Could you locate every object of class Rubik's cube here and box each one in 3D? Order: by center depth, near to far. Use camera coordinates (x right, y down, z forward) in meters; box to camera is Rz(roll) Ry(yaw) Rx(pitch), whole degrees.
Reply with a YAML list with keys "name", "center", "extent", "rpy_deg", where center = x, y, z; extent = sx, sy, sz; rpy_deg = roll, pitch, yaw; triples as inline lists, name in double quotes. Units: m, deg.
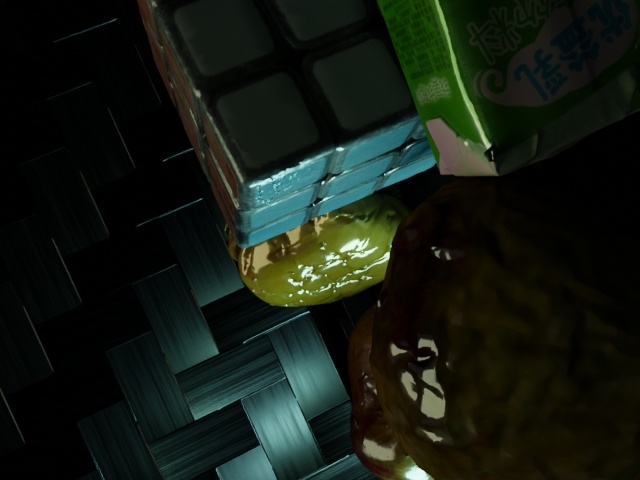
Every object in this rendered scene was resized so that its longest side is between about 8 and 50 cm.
- name: "Rubik's cube"
  center: [-0.017, -0.204, 0.805]
  extent: [0.305, 0.301, 0.303]
  rpy_deg: [120, 125, -78]

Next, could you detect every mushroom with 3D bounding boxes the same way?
- name: "mushroom"
  center: [0.183, 0.287, 1.291]
  extent: [0.345, 0.260, 0.345]
  rpy_deg: [-6, -90, -80]

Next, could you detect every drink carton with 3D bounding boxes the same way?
- name: "drink carton"
  center: [0.123, -0.194, 0.500]
  extent: [0.271, 0.161, 0.108]
  rpy_deg: [67, 169, -10]

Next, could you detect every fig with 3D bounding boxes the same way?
- name: "fig"
  center: [0.234, 0.080, 0.512]
  extent: [0.369, 0.286, 0.286]
  rpy_deg: [2, 123, 37]

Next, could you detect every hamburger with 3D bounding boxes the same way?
- name: "hamburger"
  center: [0.000, 0.000, 1.137]
  extent: [0.318, 0.319, 0.158]
  rpy_deg: [86, 169, -62]
